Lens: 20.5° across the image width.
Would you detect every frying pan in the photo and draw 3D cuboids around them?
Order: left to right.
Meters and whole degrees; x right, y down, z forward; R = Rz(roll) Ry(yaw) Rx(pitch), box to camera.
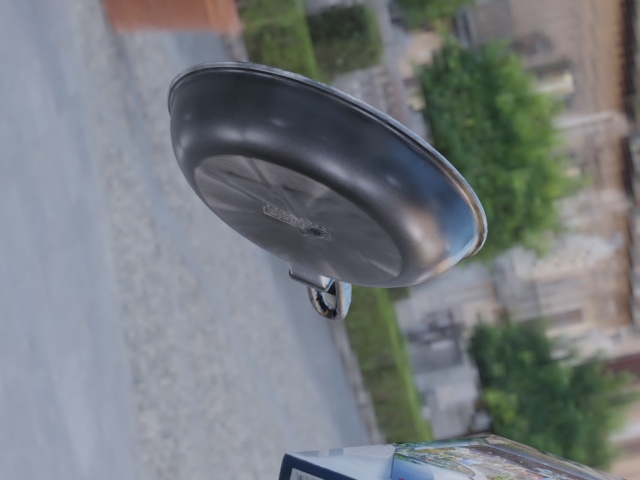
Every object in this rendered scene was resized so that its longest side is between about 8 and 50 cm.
[{"bbox_3d":[-0.024,-0.016,1.049,0.053,0.197,0.326,-63,-169,-22],"label":"frying pan"}]

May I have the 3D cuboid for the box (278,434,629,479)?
[{"bbox_3d":[0.118,0.130,0.671,0.159,0.233,0.044,6,98,-54],"label":"box"}]
